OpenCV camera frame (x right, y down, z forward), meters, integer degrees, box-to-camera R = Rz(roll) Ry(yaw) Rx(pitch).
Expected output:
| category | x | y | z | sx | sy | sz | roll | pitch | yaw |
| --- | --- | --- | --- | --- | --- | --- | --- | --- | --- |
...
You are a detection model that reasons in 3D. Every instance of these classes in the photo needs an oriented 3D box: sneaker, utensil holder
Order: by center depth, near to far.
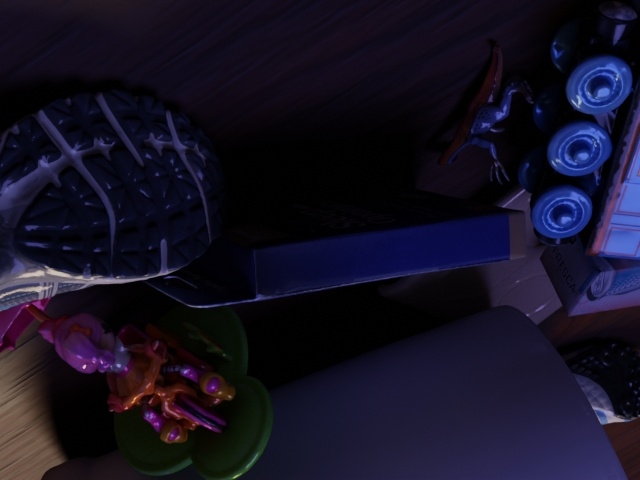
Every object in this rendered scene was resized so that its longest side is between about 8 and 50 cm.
| category | x | y | z | sx | sy | sz | roll | pitch | yaw |
| --- | --- | --- | --- | --- | --- | --- | --- | --- | --- |
| sneaker | -0.185 | -0.010 | 0.676 | 0.283 | 0.110 | 0.122 | -17 | -178 | -36 |
| utensil holder | 0.026 | 0.257 | 0.930 | 0.385 | 0.327 | 0.327 | -22 | 146 | -6 |
| sneaker | 0.232 | 0.157 | 1.186 | 0.237 | 0.085 | 0.086 | -10 | 170 | -29 |

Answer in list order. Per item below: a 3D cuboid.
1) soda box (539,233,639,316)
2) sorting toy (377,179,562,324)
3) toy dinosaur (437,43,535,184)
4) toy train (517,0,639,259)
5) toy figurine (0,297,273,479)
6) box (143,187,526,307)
| category | x | y | z | sx | sy | sz | roll | pitch | yaw |
| --- | --- | --- | --- | --- | --- | --- | --- | --- | --- |
| soda box | 0.269 | 0.010 | 0.944 | 0.183 | 0.058 | 0.063 | -7 | 146 | -23 |
| sorting toy | 0.172 | 0.005 | 0.972 | 0.208 | 0.038 | 0.193 | -37 | 145 | 23 |
| toy dinosaur | 0.106 | -0.085 | 0.818 | 0.082 | 0.047 | 0.090 | -29 | 114 | 20 |
| toy train | 0.198 | -0.072 | 0.806 | 0.105 | 0.080 | 0.184 | 5 | 125 | -6 |
| toy figurine | -0.135 | 0.075 | 0.767 | 0.159 | 0.173 | 0.130 | 33 | 89 | -40 |
| box | 0.000 | 0.000 | 0.767 | 0.225 | 0.136 | 0.036 | -9 | 103 | -25 |
